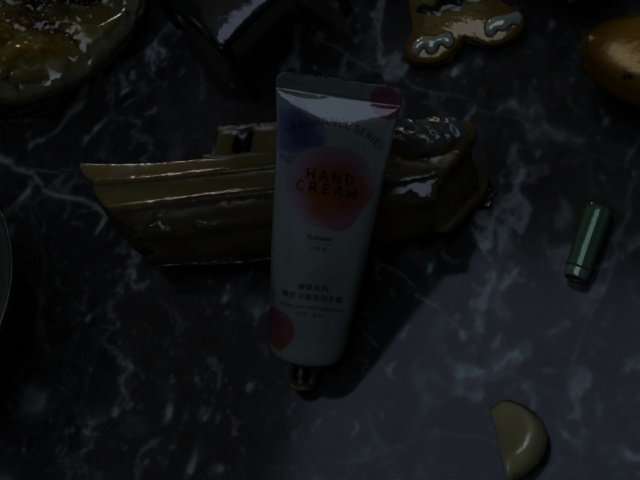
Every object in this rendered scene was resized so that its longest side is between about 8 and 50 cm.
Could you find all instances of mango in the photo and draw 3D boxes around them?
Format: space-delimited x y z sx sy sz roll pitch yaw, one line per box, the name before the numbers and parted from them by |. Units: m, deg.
mango | 0.406 -0.208 1.567 0.262 0.109 0.157 -16 76 13

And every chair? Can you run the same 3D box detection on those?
chair | -0.099 -0.304 1.641 0.188 0.272 0.166 -45 65 -4

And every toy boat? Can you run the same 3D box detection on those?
toy boat | -0.044 -0.069 1.617 0.446 0.136 0.162 -6 55 13

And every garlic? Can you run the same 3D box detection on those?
garlic | 0.200 0.195 1.502 0.053 0.041 0.083 -26 57 18

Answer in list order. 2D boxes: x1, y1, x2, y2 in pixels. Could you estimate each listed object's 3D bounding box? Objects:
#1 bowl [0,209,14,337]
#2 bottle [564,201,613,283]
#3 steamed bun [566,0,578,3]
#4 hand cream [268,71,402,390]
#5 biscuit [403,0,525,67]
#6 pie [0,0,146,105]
bowl | -0.464 0.073 1.654 0.337 0.157 0.337 -5 70 13
bottle | 0.278 0.003 1.559 0.030 0.030 0.083 16 75 20
steamed bun | 0.263 -0.334 1.633 0.177 0.106 0.192 30 38 22
hand cream | 0.000 0.000 1.514 0.124 0.078 0.340 9 115 5
biscuit | 0.136 -0.310 1.714 0.158 0.035 0.240 -20 66 4
pie | -0.369 -0.305 1.757 0.339 0.077 0.339 7 65 -16
